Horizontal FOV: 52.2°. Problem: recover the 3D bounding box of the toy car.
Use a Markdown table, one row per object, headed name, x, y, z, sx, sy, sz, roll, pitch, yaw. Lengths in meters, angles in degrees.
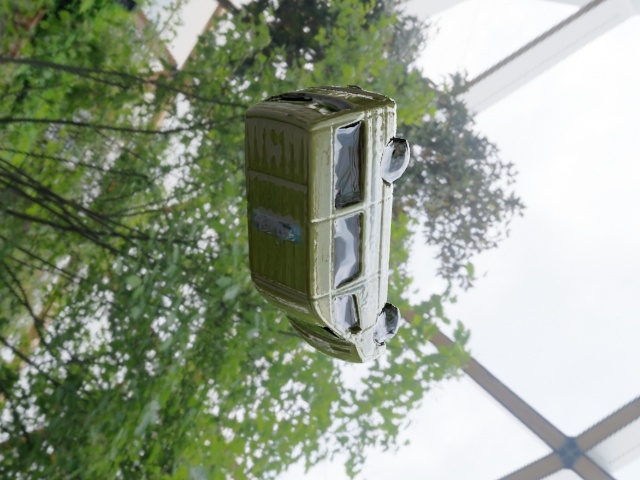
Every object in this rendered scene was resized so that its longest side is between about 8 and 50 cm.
| name | x | y | z | sx | sy | sz | roll | pitch | yaw |
| --- | --- | --- | --- | --- | --- | --- | --- | --- | --- |
| toy car | 0.000 | 0.000 | 0.570 | 0.101 | 0.124 | 0.257 | 20 | -60 | 38 |
